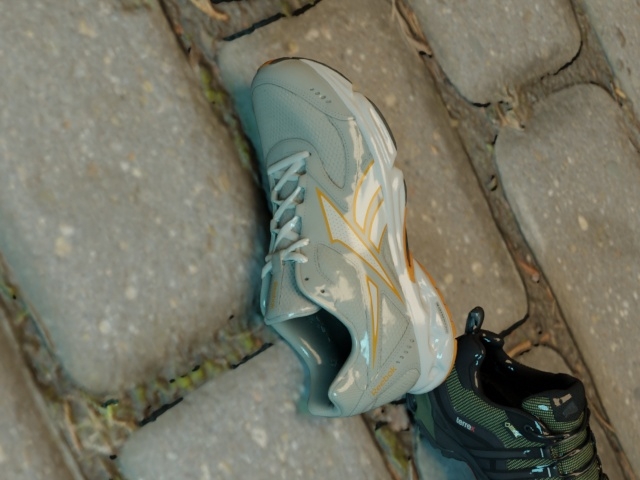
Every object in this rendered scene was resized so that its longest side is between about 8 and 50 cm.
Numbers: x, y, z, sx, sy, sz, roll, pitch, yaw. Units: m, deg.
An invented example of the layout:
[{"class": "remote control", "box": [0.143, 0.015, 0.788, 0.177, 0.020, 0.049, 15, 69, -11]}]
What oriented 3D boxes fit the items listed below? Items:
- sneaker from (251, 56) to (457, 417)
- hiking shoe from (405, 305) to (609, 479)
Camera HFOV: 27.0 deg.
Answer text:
[{"class": "sneaker", "box": [0.000, 0.000, 0.929, 0.121, 0.099, 0.262, -23, 90, -37]}, {"class": "hiking shoe", "box": [0.161, 0.155, 0.957, 0.227, 0.114, 0.086, 44, 50, 11]}]
